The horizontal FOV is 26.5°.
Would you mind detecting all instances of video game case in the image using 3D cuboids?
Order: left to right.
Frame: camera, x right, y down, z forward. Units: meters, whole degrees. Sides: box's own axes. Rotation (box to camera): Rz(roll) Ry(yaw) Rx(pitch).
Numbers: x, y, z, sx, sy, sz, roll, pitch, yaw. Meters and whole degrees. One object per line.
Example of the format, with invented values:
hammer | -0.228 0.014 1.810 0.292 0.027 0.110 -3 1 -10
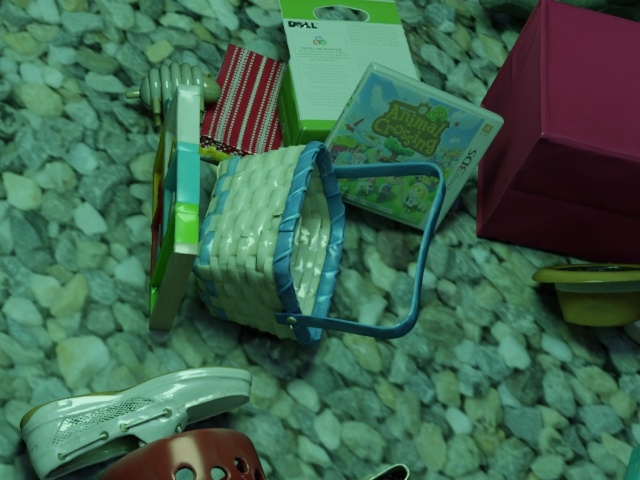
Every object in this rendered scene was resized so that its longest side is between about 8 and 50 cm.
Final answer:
video game case | 0.111 -0.119 1.820 0.212 0.193 0.023 19 25 -25

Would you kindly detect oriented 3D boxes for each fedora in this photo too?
fedora | 0.382 0.074 1.850 0.194 0.194 0.079 -2 93 -18

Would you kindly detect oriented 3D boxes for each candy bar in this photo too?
candy bar | -0.122 -0.105 1.799 0.040 0.161 0.018 4 85 23

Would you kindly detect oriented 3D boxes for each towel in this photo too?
towel | -0.027 -0.167 1.932 0.274 0.031 0.199 19 54 -4

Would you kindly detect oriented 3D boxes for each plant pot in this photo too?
plant pot | -0.134 0.322 1.478 0.191 0.191 0.174 -12 58 -24

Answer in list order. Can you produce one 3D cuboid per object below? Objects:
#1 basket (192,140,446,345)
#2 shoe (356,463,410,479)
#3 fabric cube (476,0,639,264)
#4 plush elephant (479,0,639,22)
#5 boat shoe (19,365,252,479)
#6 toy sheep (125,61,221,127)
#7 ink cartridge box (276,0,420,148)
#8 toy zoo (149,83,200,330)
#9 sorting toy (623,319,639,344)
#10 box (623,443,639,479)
basket | 0.000 0.000 1.709 0.289 0.201 0.255 2 52 22
shoe | 0.022 0.329 1.609 0.219 0.058 0.076 -29 70 -30
fabric cube | 0.383 -0.145 1.904 0.258 0.259 0.254 13 56 -9
plush elephant | 0.441 -0.462 2.133 0.330 0.272 0.255 20 64 -39
boat shoe | -0.205 0.221 1.592 0.277 0.098 0.096 -13 63 -14
toy sheep | -0.202 -0.202 1.869 0.132 0.091 0.091 -2 59 -11
ink cartridge box | 0.035 -0.222 1.912 0.188 0.097 0.255 0 54 -16
toy zoo | -0.184 -0.059 1.715 0.030 0.192 0.293 6 56 -14
sorting toy | 0.553 0.113 1.925 0.193 0.038 0.208 39 56 9
box | 0.418 0.370 1.705 0.100 0.060 0.244 26 54 1
